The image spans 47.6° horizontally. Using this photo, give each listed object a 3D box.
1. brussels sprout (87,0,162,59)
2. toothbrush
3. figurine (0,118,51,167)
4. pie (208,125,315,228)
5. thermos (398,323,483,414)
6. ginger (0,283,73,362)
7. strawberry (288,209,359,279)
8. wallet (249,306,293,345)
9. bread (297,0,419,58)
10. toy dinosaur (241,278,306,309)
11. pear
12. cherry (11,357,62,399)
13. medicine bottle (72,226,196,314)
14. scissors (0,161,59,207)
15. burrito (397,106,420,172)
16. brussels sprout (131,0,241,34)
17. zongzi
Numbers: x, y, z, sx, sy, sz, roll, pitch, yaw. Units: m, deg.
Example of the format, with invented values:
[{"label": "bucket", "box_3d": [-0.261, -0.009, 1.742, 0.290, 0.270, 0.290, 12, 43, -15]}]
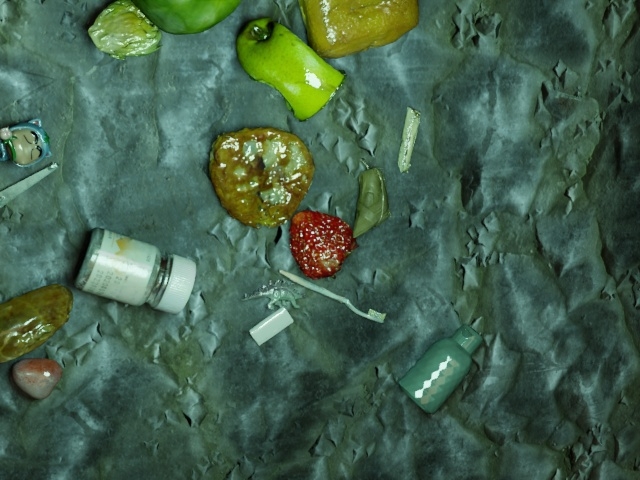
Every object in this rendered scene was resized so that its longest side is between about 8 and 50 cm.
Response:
[{"label": "brussels sprout", "box_3d": [-0.459, -0.503, 1.734, 0.181, 0.100, 0.139, -21, 99, -12]}, {"label": "toothbrush", "box_3d": [0.037, 0.162, 2.106, 0.375, 0.028, 0.037, 26, 88, -23]}, {"label": "figurine", "box_3d": [-0.727, -0.217, 1.692, 0.178, 0.144, 0.114, -8, 103, -5]}, {"label": "pie", "box_3d": [-0.149, -0.176, 1.926, 0.308, 0.085, 0.308, -7, 110, -19]}, {"label": "thermos", "box_3d": [0.386, 0.391, 2.230, 0.286, 0.145, 0.182, -47, 145, -4]}, {"label": "ginger", "box_3d": [-0.760, 0.218, 1.777, 0.321, 0.172, 0.165, -15, 148, -18]}, {"label": "strawberry", "box_3d": [0.000, 0.000, 1.979, 0.187, 0.184, 0.201, -39, 103, -10]}, {"label": "wallet", "box_3d": [-0.140, 0.245, 2.069, 0.122, 0.025, 0.061, -35, 118, -8]}, {"label": "bread", "box_3d": [0.102, -0.654, 1.858, 0.328, 0.148, 0.336, -17, 109, -15]}, {"label": "toy dinosaur", "box_3d": [-0.130, 0.152, 2.038, 0.209, 0.039, 0.082, -2, 101, -29]}, {"label": "pear", "box_3d": [-0.091, -0.432, 1.799, 0.255, 0.238, 0.164, 36, 96, -25]}, {"label": "cherry", "box_3d": [-0.725, 0.354, 1.860, 0.126, 0.087, 0.106, 6, 97, -23]}, {"label": "medicine bottle", "box_3d": [-0.469, 0.081, 1.838, 0.273, 0.165, 0.165, 19, 97, -22]}, {"label": "scissors", "box_3d": [-0.791, -0.090, 1.759, 0.360, 0.029, 0.191, -35, 116, -10]}, {"label": "burrito", "box_3d": [0.248, -0.284, 2.062, 0.045, 0.041, 0.185, -5, 109, -61]}, {"label": "brussels sprout", "box_3d": [-0.306, -0.651, 1.648, 0.281, 0.289, 0.354, 30, 80, -37]}, {"label": "zongzi", "box_3d": [0.120, -0.118, 2.000, 0.178, 0.081, 0.188, -33, 117, -51]}]
